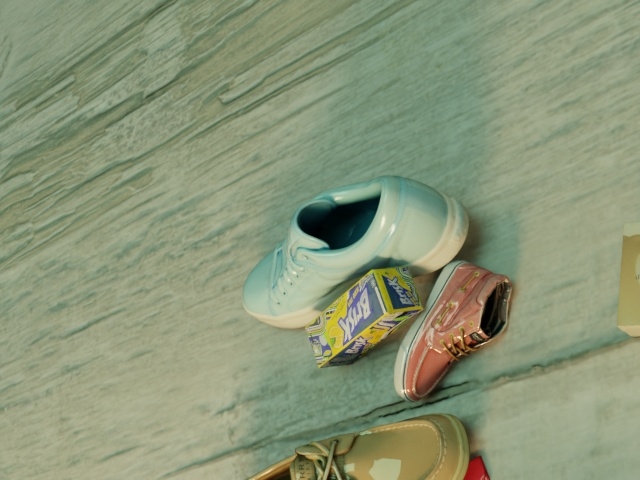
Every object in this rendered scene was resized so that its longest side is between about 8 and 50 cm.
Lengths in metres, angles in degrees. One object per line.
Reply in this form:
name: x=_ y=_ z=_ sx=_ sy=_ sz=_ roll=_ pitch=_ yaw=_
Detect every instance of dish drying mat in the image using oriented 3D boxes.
dish drying mat: x=0.149 y=0.271 z=1.143 sx=0.083 sy=0.008 sz=0.032 roll=-37 pitch=49 yaw=24

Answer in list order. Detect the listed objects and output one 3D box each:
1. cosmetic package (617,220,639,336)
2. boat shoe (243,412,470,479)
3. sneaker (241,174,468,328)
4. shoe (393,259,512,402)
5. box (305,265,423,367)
cosmetic package: x=0.341 y=0.038 z=1.056 sx=0.060 sy=0.041 sz=0.115 roll=-7 pitch=66 yaw=39
boat shoe: x=0.014 y=0.286 z=1.178 sx=0.341 sy=0.110 sz=0.121 roll=-33 pitch=47 yaw=27
sneaker: x=0.000 y=0.000 z=1.282 sx=0.366 sy=0.150 sz=0.135 roll=-28 pitch=46 yaw=39
shoe: x=0.152 y=0.109 z=1.175 sx=0.081 sy=0.063 sz=0.178 roll=17 pitch=78 yaw=50
box: x=0.049 y=0.093 z=1.232 sx=0.169 sy=0.054 sz=0.059 roll=-44 pitch=58 yaw=48
